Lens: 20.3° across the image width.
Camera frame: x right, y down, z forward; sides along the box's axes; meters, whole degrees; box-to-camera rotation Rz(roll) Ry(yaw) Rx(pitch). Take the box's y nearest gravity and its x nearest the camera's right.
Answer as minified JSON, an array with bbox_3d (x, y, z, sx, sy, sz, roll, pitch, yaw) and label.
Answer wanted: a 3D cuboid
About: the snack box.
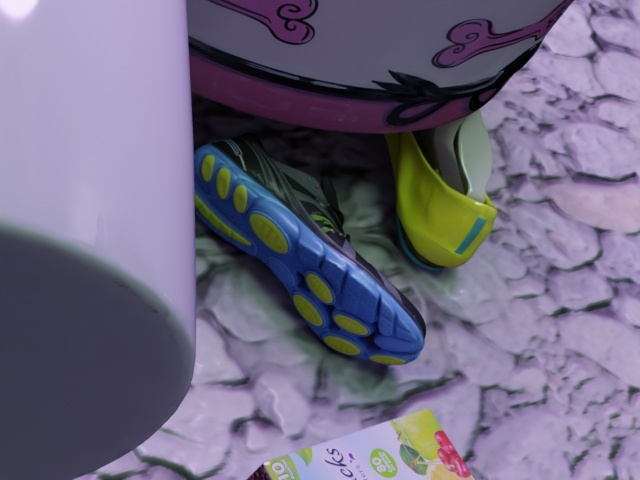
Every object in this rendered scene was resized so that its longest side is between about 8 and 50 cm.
[{"bbox_3d":[0.034,0.159,1.021,0.141,0.037,0.100,-12,61,-44],"label":"snack box"}]

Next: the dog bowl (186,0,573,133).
[{"bbox_3d":[-0.007,-0.228,1.194,0.408,0.150,0.408,14,36,-11],"label":"dog bowl"}]

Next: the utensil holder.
[{"bbox_3d":[-0.216,-0.107,0.814,0.327,0.327,0.385,13,55,-30],"label":"utensil holder"}]

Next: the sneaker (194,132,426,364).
[{"bbox_3d":[0.000,0.000,1.117,0.188,0.067,0.078,44,46,8],"label":"sneaker"}]

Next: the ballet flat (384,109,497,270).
[{"bbox_3d":[0.078,-0.085,1.250,0.077,0.077,0.231,16,45,-32],"label":"ballet flat"}]
